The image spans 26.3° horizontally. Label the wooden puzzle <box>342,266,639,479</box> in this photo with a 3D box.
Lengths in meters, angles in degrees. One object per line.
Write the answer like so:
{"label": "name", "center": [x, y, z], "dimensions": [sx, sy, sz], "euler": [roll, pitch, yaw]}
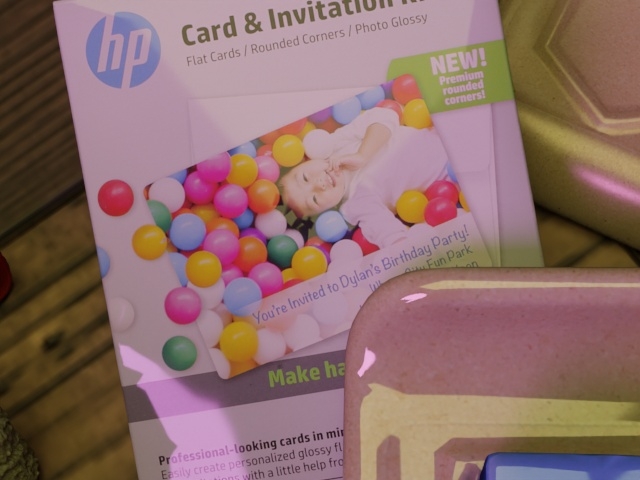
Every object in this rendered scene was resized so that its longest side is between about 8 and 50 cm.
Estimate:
{"label": "wooden puzzle", "center": [0.164, 0.175, 0.357], "dimensions": [0.322, 0.080, 0.348], "euler": [0, 76, 3]}

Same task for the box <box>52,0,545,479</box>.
{"label": "box", "center": [0.000, 0.000, 0.458], "dimensions": [0.145, 0.038, 0.186], "euler": [-9, 90, 5]}

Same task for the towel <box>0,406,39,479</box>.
{"label": "towel", "center": [-0.178, 0.067, 0.459], "dimensions": [0.148, 0.110, 0.027], "euler": [-7, 56, 3]}

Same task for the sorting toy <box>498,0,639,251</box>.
{"label": "sorting toy", "center": [0.171, -0.082, 0.496], "dimensions": [0.193, 0.038, 0.208], "euler": [25, 82, 16]}

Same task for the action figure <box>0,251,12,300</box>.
{"label": "action figure", "center": [-0.255, -0.055, 0.500], "dimensions": [0.280, 0.139, 0.091], "euler": [33, 78, 20]}
